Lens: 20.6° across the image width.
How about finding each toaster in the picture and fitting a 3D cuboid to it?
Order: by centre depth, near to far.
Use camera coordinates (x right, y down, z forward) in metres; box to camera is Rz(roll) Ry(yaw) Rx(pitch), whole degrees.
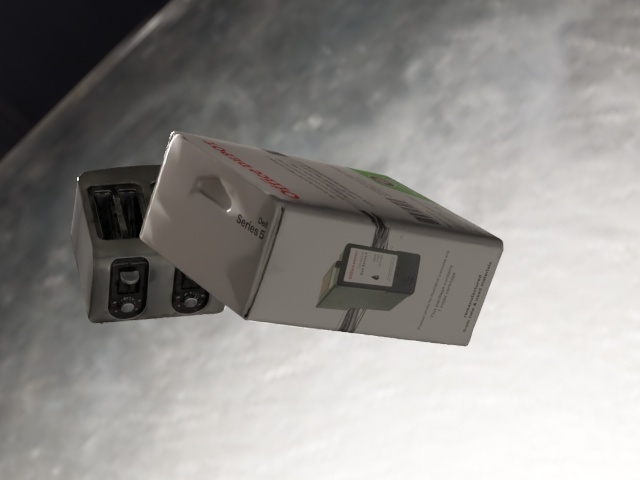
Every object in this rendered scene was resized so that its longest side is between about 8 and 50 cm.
[{"bbox_3d":[-0.203,-0.001,2.084,0.110,0.168,0.186,103,158,-43],"label":"toaster"}]

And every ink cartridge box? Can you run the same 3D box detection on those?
[{"bbox_3d":[0.000,0.000,1.637,0.198,0.272,0.115,33,108,49],"label":"ink cartridge box"}]
